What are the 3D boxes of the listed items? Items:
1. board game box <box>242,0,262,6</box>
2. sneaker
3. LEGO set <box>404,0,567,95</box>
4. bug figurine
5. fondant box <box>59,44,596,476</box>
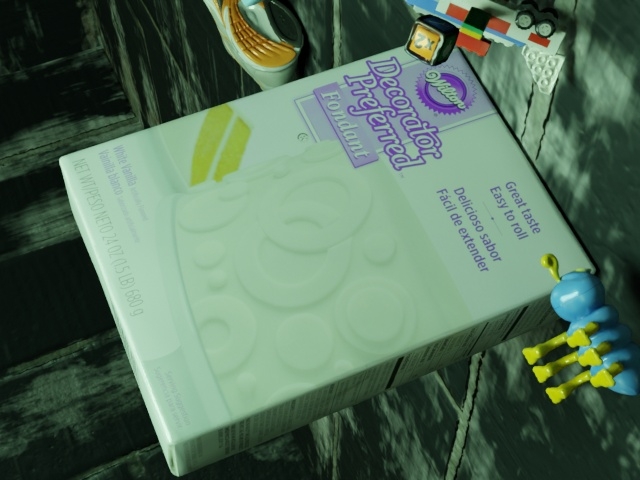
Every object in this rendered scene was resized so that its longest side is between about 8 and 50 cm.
[{"bbox_3d":[0.038,-0.249,0.453,0.144,0.142,0.275,57,146,-3],"label":"board game box"},{"bbox_3d":[-0.104,-0.288,1.250,0.121,0.099,0.262,91,156,-66],"label":"sneaker"},{"bbox_3d":[0.049,-0.169,0.665,0.244,0.182,0.060,54,134,43],"label":"LEGO set"},{"bbox_3d":[0.228,0.080,0.569,0.216,0.072,0.279,62,161,5],"label":"bug figurine"},{"bbox_3d":[0.000,0.000,0.771,0.096,0.330,0.238,101,146,-62],"label":"fondant box"}]
